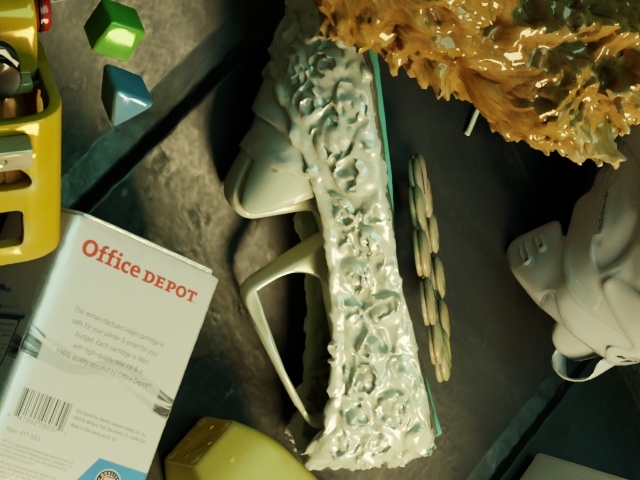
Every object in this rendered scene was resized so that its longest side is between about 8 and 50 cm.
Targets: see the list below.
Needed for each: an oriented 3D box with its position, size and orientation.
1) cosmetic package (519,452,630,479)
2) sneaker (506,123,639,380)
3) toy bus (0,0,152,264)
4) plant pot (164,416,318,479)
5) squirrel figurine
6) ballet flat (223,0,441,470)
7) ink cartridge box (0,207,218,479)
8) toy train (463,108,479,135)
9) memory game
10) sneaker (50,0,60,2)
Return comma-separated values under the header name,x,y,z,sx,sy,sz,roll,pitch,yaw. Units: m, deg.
name,x,y,z,sx,sy,sz,roll,pitch,yaw
cosmetic package,0.185,0.397,1.487,0.365,0.155,0.197,-53,131,-24
sneaker,0.272,-0.052,1.483,0.137,0.210,0.365,21,58,-43
toy bus,-0.204,-0.076,1.019,0.191,0.104,0.202,-41,137,15
plant pot,-0.068,0.179,1.265,0.081,0.081,0.083,-48,116,-25
squirrel figurine,0.143,-0.250,1.207,0.370,0.281,0.397,32,66,-59
ballet flat,0.000,0.000,1.266,0.147,0.147,0.408,-25,113,-37
ink cartridge box,-0.171,0.085,1.149,0.140,0.082,0.190,27,78,-43
toy train,0.230,-0.184,1.424,0.105,0.143,0.248,40,71,-39
memory game,0.088,0.021,1.340,0.186,0.012,0.186,-8,90,-82
sneaker,-0.184,-0.244,1.067,0.268,0.101,0.153,-50,128,-17
